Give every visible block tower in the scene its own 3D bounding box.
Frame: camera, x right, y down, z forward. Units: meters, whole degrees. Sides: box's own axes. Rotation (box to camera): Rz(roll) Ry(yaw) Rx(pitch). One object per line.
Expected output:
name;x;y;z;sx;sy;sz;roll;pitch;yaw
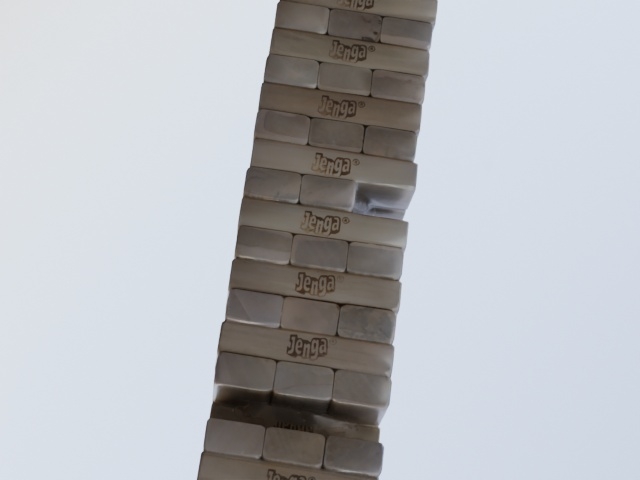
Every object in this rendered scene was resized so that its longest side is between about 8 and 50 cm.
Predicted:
block tower;0.000;0.000;0.746;0.097;0.091;0.335;105;-7;-66
